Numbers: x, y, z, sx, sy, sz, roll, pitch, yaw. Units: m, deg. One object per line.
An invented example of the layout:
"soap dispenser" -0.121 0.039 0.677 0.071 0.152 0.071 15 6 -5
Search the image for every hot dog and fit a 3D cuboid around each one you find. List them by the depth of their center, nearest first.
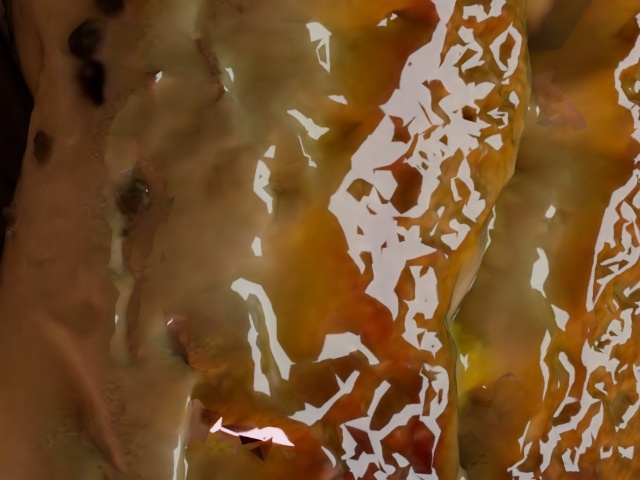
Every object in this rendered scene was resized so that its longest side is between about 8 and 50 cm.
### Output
"hot dog" 0.028 -0.077 0.708 0.367 0.196 0.365 1 100 -44
